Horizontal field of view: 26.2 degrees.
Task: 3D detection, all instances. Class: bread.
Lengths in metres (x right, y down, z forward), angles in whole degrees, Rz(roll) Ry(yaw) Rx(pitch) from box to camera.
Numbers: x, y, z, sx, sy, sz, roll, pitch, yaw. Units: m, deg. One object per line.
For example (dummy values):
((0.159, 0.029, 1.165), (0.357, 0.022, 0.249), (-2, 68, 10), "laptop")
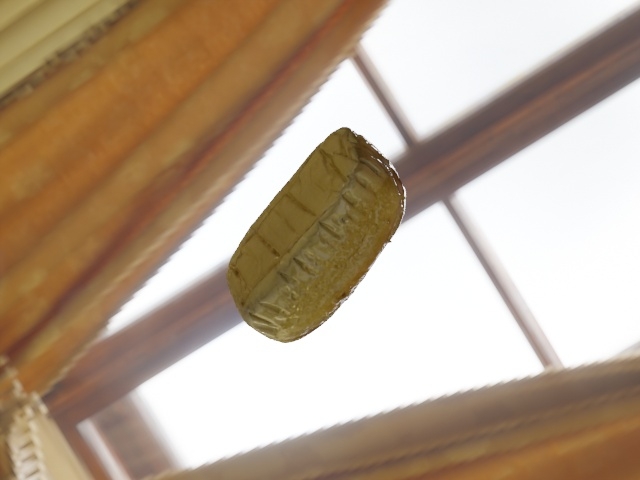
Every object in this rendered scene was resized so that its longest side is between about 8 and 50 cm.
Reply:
((0.000, 0.000, 1.500), (0.106, 0.236, 0.140), (31, -163, -29), "bread")
